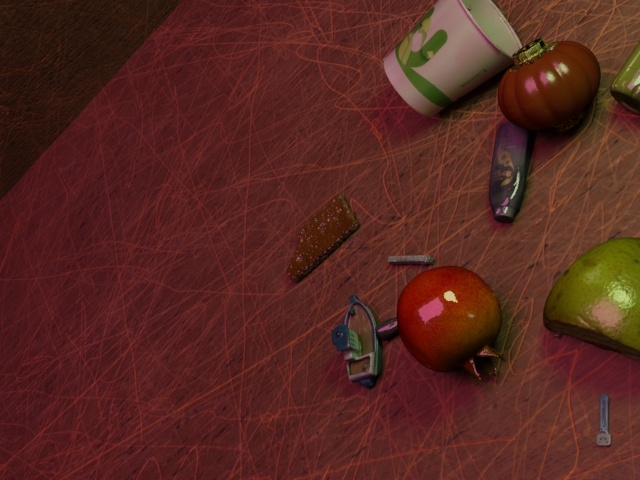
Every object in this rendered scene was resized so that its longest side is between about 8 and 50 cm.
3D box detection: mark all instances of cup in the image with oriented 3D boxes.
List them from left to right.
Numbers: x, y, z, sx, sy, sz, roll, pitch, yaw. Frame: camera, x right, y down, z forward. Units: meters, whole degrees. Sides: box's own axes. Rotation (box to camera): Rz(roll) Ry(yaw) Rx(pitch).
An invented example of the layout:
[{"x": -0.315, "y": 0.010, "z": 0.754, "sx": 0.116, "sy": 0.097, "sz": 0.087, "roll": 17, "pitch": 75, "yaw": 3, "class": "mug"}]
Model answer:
[{"x": 0.310, "y": -0.451, "z": 2.043, "sx": 0.274, "sy": 0.253, "sz": 0.253, "roll": -38, "pitch": 46, "yaw": 32, "class": "cup"}]

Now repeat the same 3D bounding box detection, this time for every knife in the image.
[{"x": 0.518, "y": 0.328, "z": 1.563, "sx": 0.027, "sy": 0.010, "sz": 0.096, "roll": -11, "pitch": 60, "yaw": 38, "class": "knife"}]

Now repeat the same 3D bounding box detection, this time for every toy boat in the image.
[{"x": 0.082, "y": 0.224, "z": 1.957, "sx": 0.088, "sy": 0.102, "sz": 0.215, "roll": -22, "pitch": 54, "yaw": 30, "class": "toy boat"}]

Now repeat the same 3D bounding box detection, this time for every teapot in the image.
[{"x": 0.180, "y": 0.185, "z": 1.934, "sx": 0.111, "sy": 0.043, "sz": 0.042, "roll": -32, "pitch": 49, "yaw": 23, "class": "teapot"}]

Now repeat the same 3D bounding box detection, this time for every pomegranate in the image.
[{"x": 0.273, "y": 0.174, "z": 1.741, "sx": 0.221, "sy": 0.221, "sz": 0.256, "roll": -41, "pitch": 72, "yaw": 18, "class": "pomegranate"}]

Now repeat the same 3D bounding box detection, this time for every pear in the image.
[{"x": 0.560, "y": 0.086, "z": 1.583, "sx": 0.288, "sy": 0.139, "sz": 0.239, "roll": 19, "pitch": 72, "yaw": 45, "class": "pear"}]

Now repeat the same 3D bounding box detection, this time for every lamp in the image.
[{"x": 0.488, "y": -0.330, "z": 1.827, "sx": 0.223, "sy": 0.196, "sz": 0.223, "roll": -31, "pitch": 12, "yaw": 7, "class": "lamp"}]

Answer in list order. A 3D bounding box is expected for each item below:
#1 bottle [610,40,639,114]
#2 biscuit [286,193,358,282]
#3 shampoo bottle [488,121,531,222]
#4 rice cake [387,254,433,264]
[{"x": 0.698, "y": -0.383, "z": 1.722, "sx": 0.260, "sy": 0.112, "sz": 0.112, "roll": -56, "pitch": 43, "yaw": 3, "class": "bottle"}, {"x": -0.007, "y": -0.004, "z": 2.222, "sx": 0.237, "sy": 0.026, "sz": 0.131, "roll": -43, "pitch": 43, "yaw": 17, "class": "biscuit"}, {"x": 0.418, "y": -0.153, "z": 1.896, "sx": 0.087, "sy": 0.049, "sz": 0.233, "roll": -8, "pitch": 63, "yaw": 42, "class": "shampoo bottle"}, {"x": 0.210, "y": 0.046, "z": 1.995, "sx": 0.121, "sy": 0.022, "sz": 0.021, "roll": -3, "pitch": 66, "yaw": 41, "class": "rice cake"}]
